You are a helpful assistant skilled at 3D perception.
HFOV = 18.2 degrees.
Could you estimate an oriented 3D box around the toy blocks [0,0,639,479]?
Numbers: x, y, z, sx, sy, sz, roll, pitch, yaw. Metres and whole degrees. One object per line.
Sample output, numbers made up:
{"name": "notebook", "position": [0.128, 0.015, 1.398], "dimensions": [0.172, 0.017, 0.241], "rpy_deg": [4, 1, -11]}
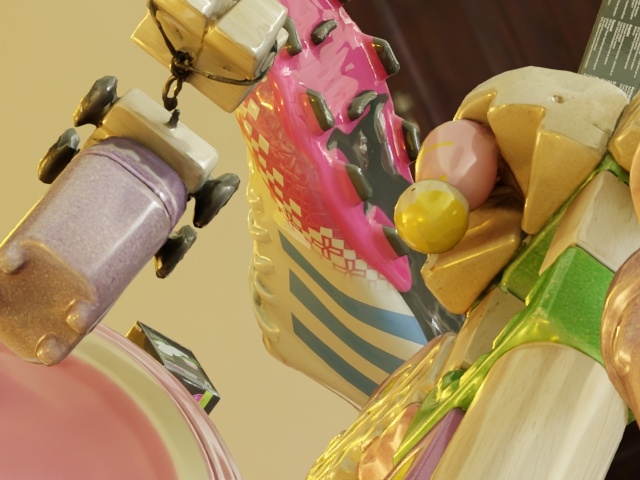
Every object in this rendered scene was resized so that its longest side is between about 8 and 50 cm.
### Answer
{"name": "toy blocks", "position": [0.040, 0.049, 0.563], "dimensions": [0.288, 0.309, 0.260], "rpy_deg": [-50, 2, 38]}

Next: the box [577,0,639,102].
{"name": "box", "position": [0.180, -0.079, 1.244], "dimensions": [0.184, 0.045, 0.190], "rpy_deg": [86, -156, -69]}

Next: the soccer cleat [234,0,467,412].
{"name": "soccer cleat", "position": [0.000, 0.000, 1.108], "dimensions": [0.143, 0.331, 0.116], "rpy_deg": [-15, 25, 31]}

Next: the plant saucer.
{"name": "plant saucer", "position": [-0.186, 0.162, 1.099], "dimensions": [0.332, 0.332, 0.084], "rpy_deg": [-28, -18, -32]}

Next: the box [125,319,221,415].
{"name": "box", "position": [-0.116, 0.106, 1.403], "dimensions": [0.062, 0.052, 0.083], "rpy_deg": [-55, 26, 6]}
